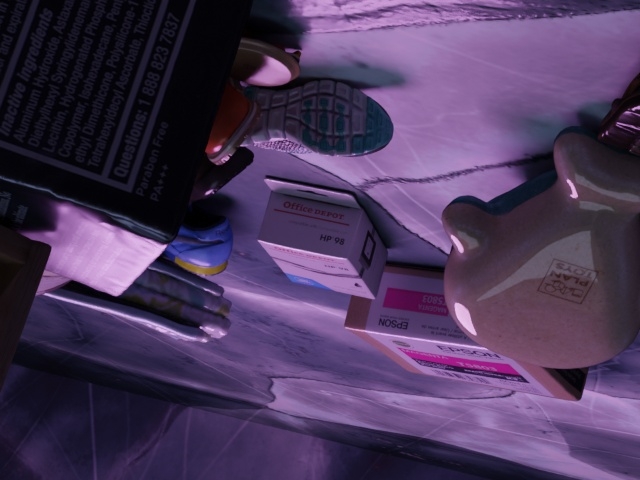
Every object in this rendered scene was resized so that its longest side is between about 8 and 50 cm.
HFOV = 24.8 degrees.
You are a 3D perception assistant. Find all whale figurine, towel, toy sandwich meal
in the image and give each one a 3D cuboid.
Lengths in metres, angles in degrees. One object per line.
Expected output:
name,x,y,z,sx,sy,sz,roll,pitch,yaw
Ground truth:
whale figurine,0.210,-0.010,1.228,0.216,0.141,0.272,16,140,0
towel,-0.314,0.021,1.756,0.374,0.090,0.320,22,178,-20
toy sandwich meal,-0.054,-0.148,1.144,0.086,0.029,0.085,12,163,4

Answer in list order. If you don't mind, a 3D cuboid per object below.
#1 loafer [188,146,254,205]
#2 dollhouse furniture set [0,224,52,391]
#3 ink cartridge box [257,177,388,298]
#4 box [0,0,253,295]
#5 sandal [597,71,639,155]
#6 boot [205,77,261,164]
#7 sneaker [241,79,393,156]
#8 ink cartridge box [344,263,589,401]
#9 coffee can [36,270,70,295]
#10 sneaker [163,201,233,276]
loafer,-0.128,-0.081,1.398,0.078,0.080,0.220,53,157,-8
dollhouse furniture set,-0.239,0.032,0.662,0.151,0.123,0.144,28,161,-37
ink cartridge box,0.000,0.000,1.544,0.104,0.060,0.180,12,164,18
box,-0.177,-0.166,0.701,0.294,0.296,0.183,20,165,-12
sandal,0.248,-0.090,0.997,0.090,0.060,0.219,22,179,1
boot,-0.100,-0.114,1.163,0.085,0.059,0.158,36,-172,-27
sneaker,-0.005,-0.100,1.230,0.166,0.065,0.076,10,180,33
ink cartridge box,0.174,0.105,1.688,0.235,0.088,0.193,7,163,32
coffee can,-0.249,-0.061,1.317,0.202,0.201,0.275,22,164,-20
sneaker,-0.191,-0.034,1.647,0.209,0.069,0.082,22,131,17
